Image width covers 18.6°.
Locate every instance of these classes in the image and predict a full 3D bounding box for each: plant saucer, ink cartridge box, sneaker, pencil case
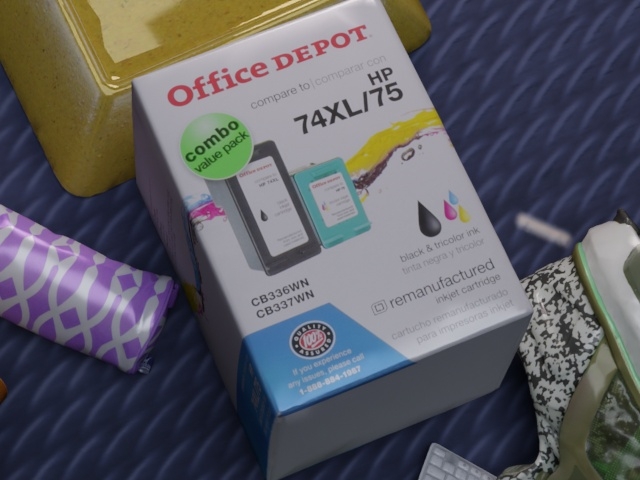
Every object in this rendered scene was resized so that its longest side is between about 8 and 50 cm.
[{"bbox_3d":[-0.117,-0.250,1.547,0.333,0.081,0.332,-25,84,-12],"label":"plant saucer"},{"bbox_3d":[0.000,0.000,1.437,0.198,0.197,0.270,-22,72,-11],"label":"ink cartridge box"},{"bbox_3d":[0.231,0.192,1.509,0.182,0.158,0.410,-20,76,14],"label":"sneaker"},{"bbox_3d":[-0.207,0.025,1.485,0.206,0.086,0.088,26,43,-6],"label":"pencil case"}]

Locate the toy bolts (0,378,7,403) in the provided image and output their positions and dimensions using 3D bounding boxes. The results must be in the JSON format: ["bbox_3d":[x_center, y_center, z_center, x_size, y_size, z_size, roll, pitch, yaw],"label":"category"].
[{"bbox_3d":[-0.325,0.026,1.412,0.218,0.228,0.158,34,61,-28],"label":"toy bolts"}]

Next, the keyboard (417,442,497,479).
[{"bbox_3d":[0.187,0.244,1.520,0.256,0.014,0.072,29,39,-4],"label":"keyboard"}]
